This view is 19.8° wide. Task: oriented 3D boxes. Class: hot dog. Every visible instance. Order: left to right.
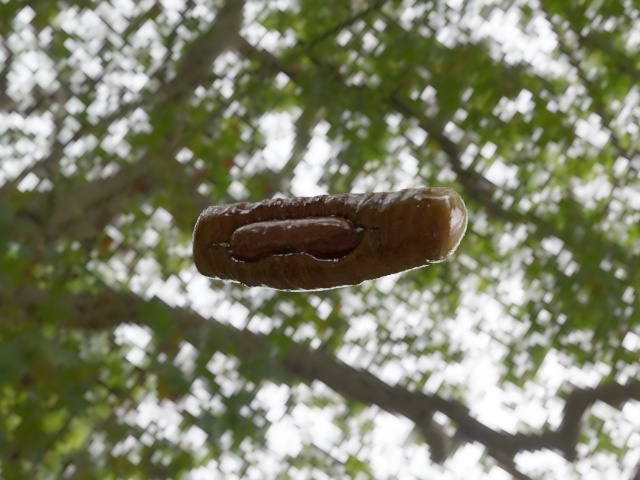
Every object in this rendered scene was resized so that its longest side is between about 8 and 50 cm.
[{"bbox_3d":[-0.001,0.000,0.764,0.137,0.044,0.028,-1,-15,36],"label":"hot dog"}]
